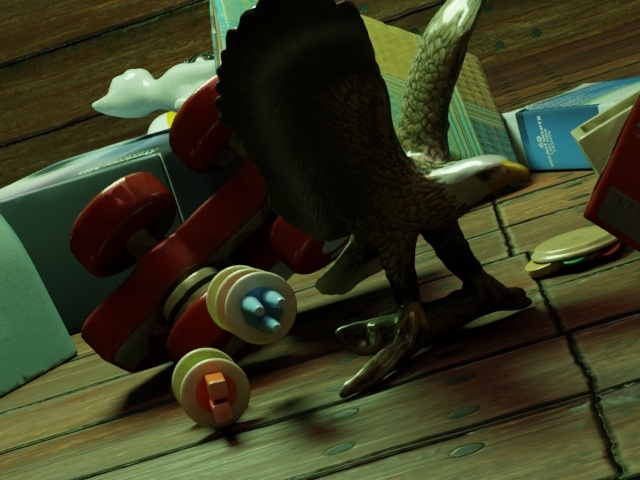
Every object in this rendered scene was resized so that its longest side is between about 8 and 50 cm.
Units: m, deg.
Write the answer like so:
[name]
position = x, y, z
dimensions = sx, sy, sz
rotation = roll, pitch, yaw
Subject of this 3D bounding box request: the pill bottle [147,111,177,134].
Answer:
[pill bottle]
position = -0.120, -0.108, 2.308
dimensions = 0.334, 0.187, 0.188
rotation = -18, 8, 1

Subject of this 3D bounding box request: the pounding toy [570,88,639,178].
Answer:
[pounding toy]
position = 0.330, -0.097, 1.664
dimensions = 0.130, 0.100, 0.141
rotation = -32, 4, 8

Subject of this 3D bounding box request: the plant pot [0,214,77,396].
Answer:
[plant pot]
position = -0.446, 0.056, 1.715
dimensions = 0.248, 0.252, 0.247
rotation = -12, 10, 35

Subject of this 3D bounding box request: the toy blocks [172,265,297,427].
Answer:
[toy blocks]
position = -0.061, 0.080, 1.220
dimensions = 0.054, 0.123, 0.148
rotation = 22, -2, -11

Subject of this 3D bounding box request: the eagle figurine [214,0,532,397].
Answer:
[eagle figurine]
position = 0.063, -0.068, 1.262
dimensions = 0.225, 0.298, 0.226
rotation = -15, 10, 15

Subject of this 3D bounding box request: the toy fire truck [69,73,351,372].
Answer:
[toy fire truck]
position = -0.067, 0.005, 1.492
dimensions = 0.302, 0.169, 0.254
rotation = -46, -19, 0

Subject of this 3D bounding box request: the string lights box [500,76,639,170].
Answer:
[string lights box]
position = 0.327, -0.136, 1.915
dimensions = 0.133, 0.076, 0.260
rotation = -21, 9, -20

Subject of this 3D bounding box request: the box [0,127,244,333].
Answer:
[box]
position = -0.233, -0.020, 2.009
dimensions = 0.296, 0.182, 0.294
rotation = -15, 10, 21

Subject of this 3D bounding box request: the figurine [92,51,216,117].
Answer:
[figurine]
position = -0.138, -0.183, 2.005
dimensions = 0.209, 0.092, 0.215
rotation = 1, 14, 37

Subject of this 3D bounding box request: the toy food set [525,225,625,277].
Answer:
[toy food set]
position = 0.217, 0.007, 1.412
dimensions = 0.083, 0.020, 0.083
rotation = -12, 10, 34

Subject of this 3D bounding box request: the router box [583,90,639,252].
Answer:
[router box]
position = 0.370, -0.165, 1.342
dimensions = 0.082, 0.301, 0.335
rotation = 34, 34, 21

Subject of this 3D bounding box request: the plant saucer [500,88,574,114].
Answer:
[plant saucer]
position = 0.320, -0.187, 2.439
dimensions = 0.168, 0.029, 0.168
rotation = -17, 9, 3

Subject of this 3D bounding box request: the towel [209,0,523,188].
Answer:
[towel]
position = 0.044, -0.186, 1.930
dimensions = 0.370, 0.040, 0.271
rotation = 17, 34, -21
